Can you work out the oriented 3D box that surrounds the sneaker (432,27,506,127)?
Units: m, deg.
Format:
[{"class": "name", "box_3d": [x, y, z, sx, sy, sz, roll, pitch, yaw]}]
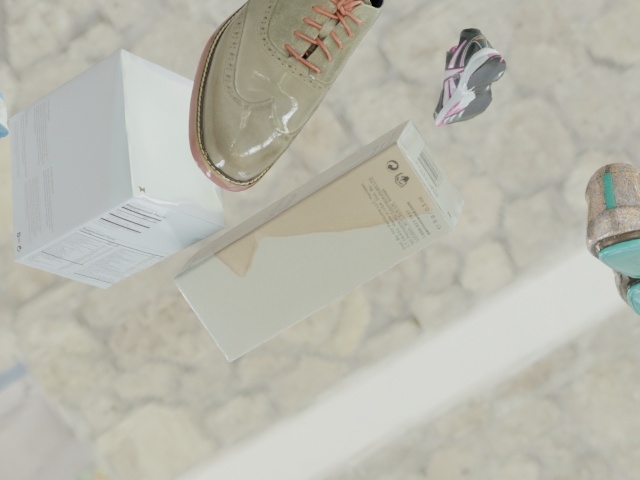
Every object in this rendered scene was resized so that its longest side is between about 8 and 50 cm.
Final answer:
[{"class": "sneaker", "box_3d": [0.196, -0.223, 2.109, 0.072, 0.077, 0.178, -11, 156, -26]}]

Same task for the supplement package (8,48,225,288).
[{"class": "supplement package", "box_3d": [-0.240, -0.079, 1.817, 0.203, 0.194, 0.149, -25, 151, 34]}]

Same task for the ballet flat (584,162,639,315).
[{"class": "ballet flat", "box_3d": [0.338, -0.003, 1.594, 0.107, 0.106, 0.316, -16, 158, 15]}]

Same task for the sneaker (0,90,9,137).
[{"class": "sneaker", "box_3d": [-0.549, -0.234, 2.405, 0.087, 0.092, 0.229, -14, 159, 0]}]

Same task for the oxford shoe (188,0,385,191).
[{"class": "oxford shoe", "box_3d": [-0.020, -0.205, 1.524, 0.130, 0.123, 0.348, -20, -139, 55]}]

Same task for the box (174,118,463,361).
[{"class": "box", "box_3d": [0.000, 0.000, 1.799, 0.311, 0.121, 0.148, -31, -172, 15]}]
